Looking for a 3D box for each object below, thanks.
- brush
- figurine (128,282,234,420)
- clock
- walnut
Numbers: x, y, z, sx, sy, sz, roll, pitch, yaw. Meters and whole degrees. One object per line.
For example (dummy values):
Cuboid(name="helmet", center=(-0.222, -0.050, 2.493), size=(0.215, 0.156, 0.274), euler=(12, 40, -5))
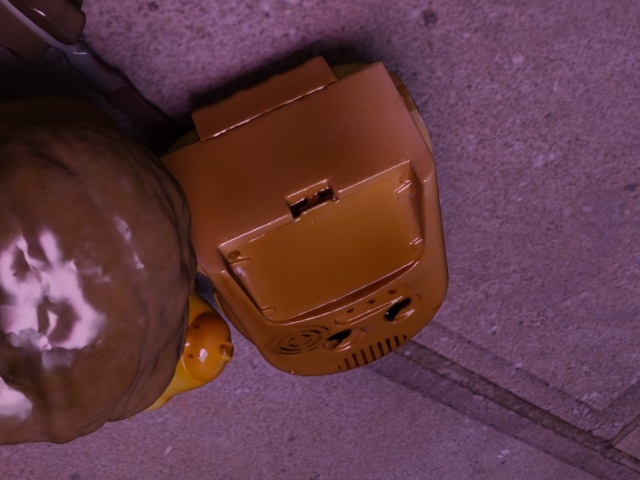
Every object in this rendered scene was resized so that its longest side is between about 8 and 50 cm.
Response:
Cuboid(name="brush", center=(-0.202, -0.159, 0.967), size=(0.084, 0.071, 0.301), euler=(-22, 146, 19))
Cuboid(name="figurine", center=(-0.199, 0.085, 1.147), size=(0.246, 0.131, 0.156), euler=(18, 81, -18))
Cuboid(name="clock", center=(0.000, 0.000, 1.114), size=(0.244, 0.200, 0.317), euler=(-21, 143, -1))
Cuboid(name="walnut", center=(-0.234, 0.022, 0.945), size=(0.253, 0.282, 0.276), euler=(-16, 124, -19))
